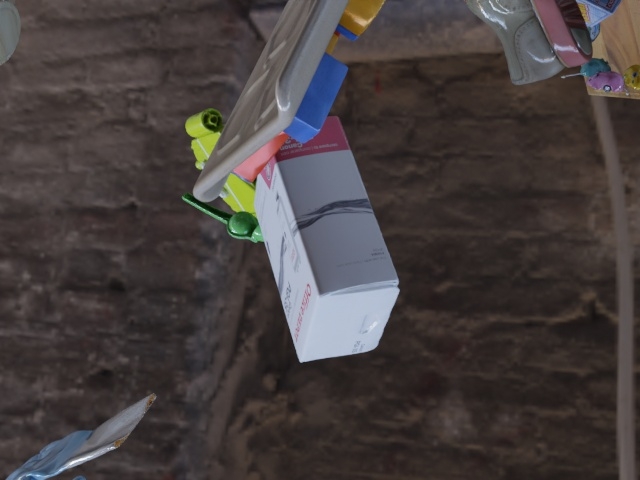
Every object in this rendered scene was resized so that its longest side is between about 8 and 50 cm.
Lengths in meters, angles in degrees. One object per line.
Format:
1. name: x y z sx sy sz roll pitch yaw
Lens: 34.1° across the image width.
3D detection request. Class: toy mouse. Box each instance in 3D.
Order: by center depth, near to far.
1. toy mouse: 0.479 -0.280 1.755 0.143 0.031 0.161 9 -153 9

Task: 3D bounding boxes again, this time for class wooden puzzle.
1. wooden puzzle: -0.021 -0.215 1.262 0.081 0.322 0.348 29 156 -12

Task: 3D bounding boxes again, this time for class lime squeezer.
1. lime squeezer: -0.131 -0.042 1.763 0.110 0.058 0.310 42 156 -27

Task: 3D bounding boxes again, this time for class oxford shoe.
1. oxford shoe: 0.231 -0.370 1.394 0.130 0.348 0.123 -24 -177 33

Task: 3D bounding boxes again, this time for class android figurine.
1. android figurine: -0.155 -0.128 1.894 0.248 0.056 0.273 58 157 -15

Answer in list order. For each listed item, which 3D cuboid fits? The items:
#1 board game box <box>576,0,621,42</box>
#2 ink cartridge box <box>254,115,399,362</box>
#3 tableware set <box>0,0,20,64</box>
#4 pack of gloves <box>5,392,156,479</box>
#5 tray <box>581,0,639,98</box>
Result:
1. board game box: 0.382 -0.377 1.638 0.194 0.060 0.194 28 166 25
2. ink cartridge box: 0.000 0.000 1.477 0.117 0.283 0.207 -10 150 -15
3. tableware set: -0.329 -0.181 0.932 0.020 0.168 0.141 21 152 16
4. pack of gloves: -0.294 0.240 1.050 0.232 0.195 0.046 -30 107 35
5. tray: 0.534 -0.443 1.867 0.203 0.076 0.410 15 140 47
